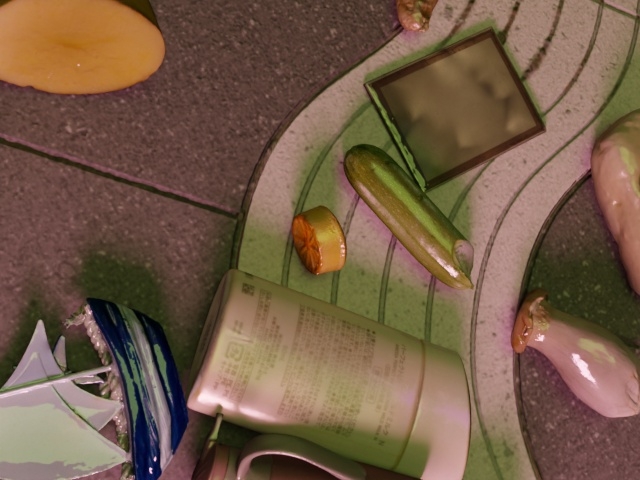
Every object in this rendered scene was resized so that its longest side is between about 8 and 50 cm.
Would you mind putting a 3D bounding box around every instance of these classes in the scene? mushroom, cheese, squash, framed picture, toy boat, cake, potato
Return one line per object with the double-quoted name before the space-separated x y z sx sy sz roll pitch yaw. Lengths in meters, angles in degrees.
"mushroom" 0.341 0.151 1.280 0.212 0.088 0.097 34 101 -5
"cheese" 0.479 -0.058 1.377 0.159 0.093 0.263 -19 84 -25
"squash" 0.118 -0.028 1.243 0.239 0.069 0.069 48 66 -4
"framed picture" 0.188 -0.182 1.337 0.231 0.010 0.173 -26 88 -24
"toy boat" -0.282 0.161 1.049 0.291 0.070 0.210 11 73 -16
"cake" 0.000 0.000 1.186 0.044 0.084 0.084 -20 86 -21
"potato" -0.282 -0.275 1.107 0.203 0.178 0.158 -6 63 2

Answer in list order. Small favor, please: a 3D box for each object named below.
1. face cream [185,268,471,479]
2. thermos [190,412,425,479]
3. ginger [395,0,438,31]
"face cream" 0.026 0.168 1.156 0.348 0.081 0.173 21 68 -16
"thermos" -0.011 0.291 1.072 0.265 0.176 0.146 22 36 -13
"ginger" 0.208 -0.390 1.360 0.294 0.086 0.131 -46 105 -15
